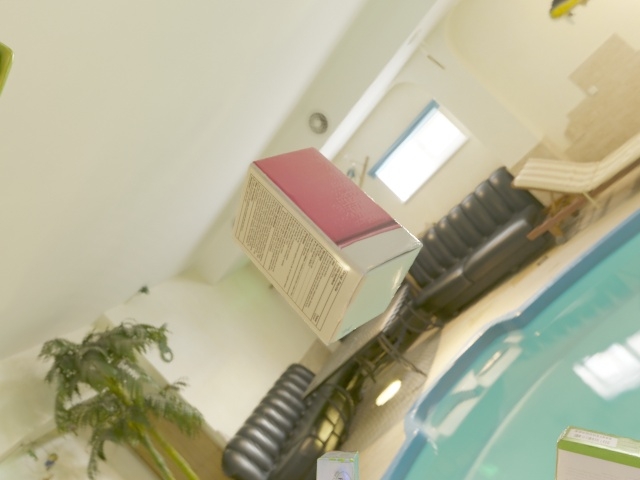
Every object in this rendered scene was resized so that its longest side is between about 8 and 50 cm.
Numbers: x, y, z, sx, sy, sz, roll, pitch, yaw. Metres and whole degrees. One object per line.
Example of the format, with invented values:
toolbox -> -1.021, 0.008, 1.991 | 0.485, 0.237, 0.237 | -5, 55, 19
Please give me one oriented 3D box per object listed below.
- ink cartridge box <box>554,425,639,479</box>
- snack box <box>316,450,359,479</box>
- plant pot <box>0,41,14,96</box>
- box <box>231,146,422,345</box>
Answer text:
ink cartridge box -> 0.471, 0.449, 0.834 | 0.097, 0.188, 0.256 | 5, -91, -57
snack box -> 0.017, 0.275, 0.497 | 0.100, 0.037, 0.141 | 74, -163, -72
plant pot -> -0.473, -0.163, 0.539 | 0.228, 0.227, 0.207 | -61, -1, 11
box -> 0.000, 0.000, 0.748 | 0.126, 0.232, 0.149 | -22, -33, -40
